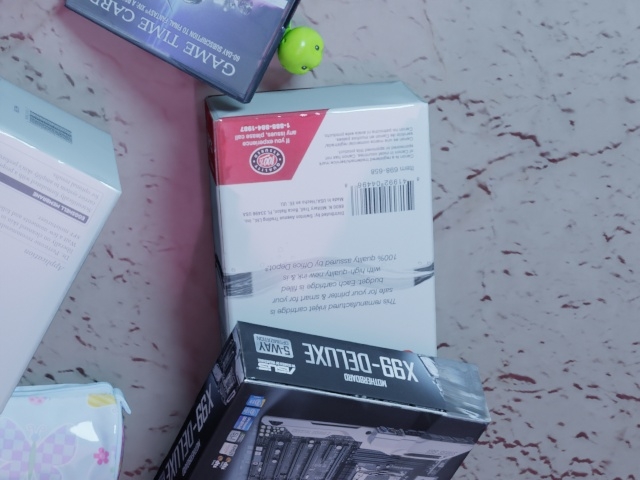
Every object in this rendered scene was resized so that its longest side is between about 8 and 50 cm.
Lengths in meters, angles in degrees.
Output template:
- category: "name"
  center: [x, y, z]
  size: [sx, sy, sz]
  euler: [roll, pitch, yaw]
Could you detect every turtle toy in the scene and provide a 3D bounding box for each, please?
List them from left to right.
- category: "turtle toy"
  center: [-0.055, -0.198, 1.616]
  size: [0.130, 0.066, 0.095]
  euler: [30, 99, -16]

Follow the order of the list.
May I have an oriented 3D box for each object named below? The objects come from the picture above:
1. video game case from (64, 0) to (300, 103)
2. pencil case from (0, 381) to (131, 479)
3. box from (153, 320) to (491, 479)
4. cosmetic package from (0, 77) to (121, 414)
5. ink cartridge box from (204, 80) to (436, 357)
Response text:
- category: "video game case"
  center: [-0.088, -0.287, 1.563]
  size: [0.196, 0.026, 0.274]
  euler: [29, 102, 12]
- category: "pencil case"
  center: [-0.319, 0.187, 1.661]
  size: [0.273, 0.113, 0.124]
  euler: [5, 85, -10]
- category: "box"
  center: [-0.018, 0.219, 1.655]
  size: [0.242, 0.076, 0.307]
  euler: [12, 131, -21]
- category: "cosmetic package"
  center: [-0.286, -0.003, 1.552]
  size: [0.138, 0.224, 0.225]
  euler: [28, 100, -15]
- category: "ink cartridge box"
  center: [0.000, 0.000, 1.656]
  size: [0.197, 0.114, 0.273]
  euler: [-5, 106, -7]
